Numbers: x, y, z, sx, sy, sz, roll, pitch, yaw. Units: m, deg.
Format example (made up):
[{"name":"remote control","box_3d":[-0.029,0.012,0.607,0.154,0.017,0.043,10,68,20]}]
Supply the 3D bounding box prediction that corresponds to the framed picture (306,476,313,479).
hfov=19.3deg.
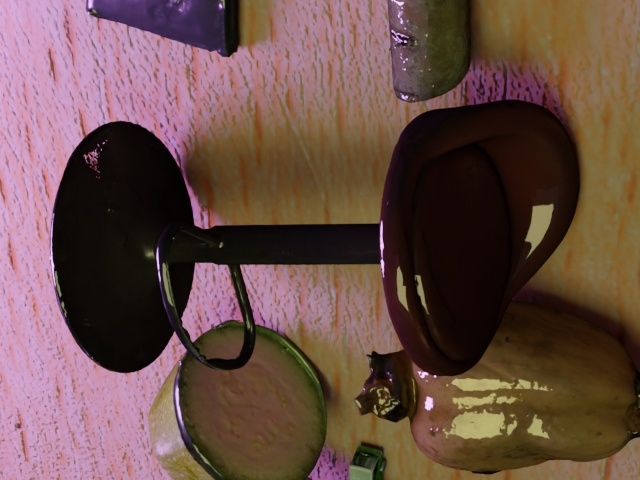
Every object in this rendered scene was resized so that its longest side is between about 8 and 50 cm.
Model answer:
[{"name":"framed picture","box_3d":[0.050,0.338,1.905,0.265,0.018,0.192,34,148,-1]}]

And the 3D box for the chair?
[{"name":"chair","box_3d":[0.000,0.000,1.566,0.401,0.226,0.227,-2,123,27]}]

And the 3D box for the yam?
[{"name":"yam","box_3d":[0.085,-0.180,1.489,0.069,0.070,0.146,11,130,19]}]

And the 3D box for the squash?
[{"name":"squash","box_3d":[-0.087,0.167,1.791,0.170,0.170,0.123,47,146,-12]}]

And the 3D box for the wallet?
[{"name":"wallet","box_3d":[-0.131,-0.286,1.546,0.146,0.030,0.285,20,132,17]}]

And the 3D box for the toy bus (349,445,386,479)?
[{"name":"toy bus","box_3d":[0.045,0.242,1.854,0.031,0.037,0.083,12,129,19]}]

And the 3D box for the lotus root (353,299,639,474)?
[{"name":"lotus root","box_3d":[0.165,0.132,1.642,0.256,0.140,0.154,8,115,10]}]
